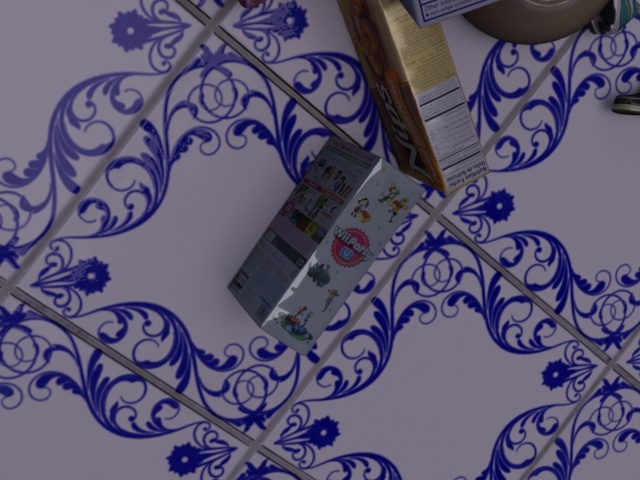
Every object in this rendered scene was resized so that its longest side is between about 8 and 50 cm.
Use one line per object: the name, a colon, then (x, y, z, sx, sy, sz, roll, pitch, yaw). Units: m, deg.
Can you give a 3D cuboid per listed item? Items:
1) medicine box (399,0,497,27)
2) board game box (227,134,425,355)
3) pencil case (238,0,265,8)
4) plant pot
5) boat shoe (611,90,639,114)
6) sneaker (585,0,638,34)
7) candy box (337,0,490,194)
medicine box: (0.199, -0.461, 1.314, 0.264, 0.149, 0.289, -19, 121, 0)
board game box: (0.000, 0.000, 1.580, 0.097, 0.224, 0.303, 34, 92, -23)
pencil case: (0.030, -0.457, 1.470, 0.386, 0.167, 0.160, -20, 73, -3)
plant pot: (0.330, -0.424, 1.551, 0.284, 0.191, 0.284, 1, 110, 2)
boat shoe: (0.605, -0.257, 1.811, 0.224, 0.080, 0.073, -4, 100, -24)
sneaker: (0.473, -0.480, 1.703, 0.110, 0.107, 0.275, -25, 118, -33)
candy box: (0.141, -0.242, 1.586, 0.088, 0.183, 0.316, -27, 112, -10)
